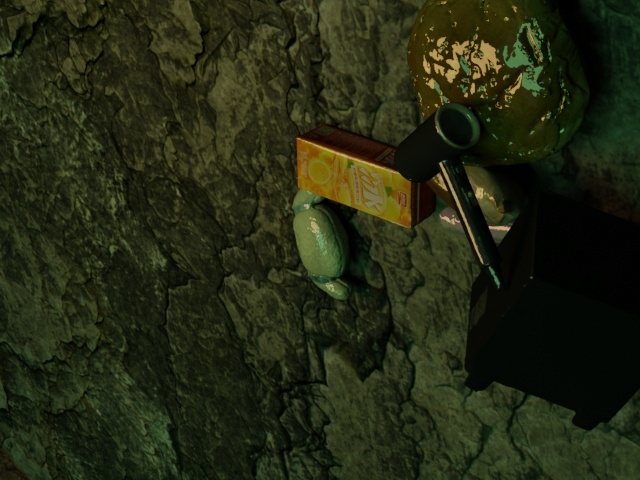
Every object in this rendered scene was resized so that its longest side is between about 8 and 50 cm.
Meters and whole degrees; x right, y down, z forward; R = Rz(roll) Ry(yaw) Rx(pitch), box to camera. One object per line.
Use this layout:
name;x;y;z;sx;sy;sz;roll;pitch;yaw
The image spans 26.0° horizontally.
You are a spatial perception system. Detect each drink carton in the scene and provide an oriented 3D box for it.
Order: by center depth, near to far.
drink carton;0.070;-0.103;2.159;0.223;0.071;0.096;22;128;33

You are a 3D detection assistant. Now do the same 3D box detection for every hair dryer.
hair dryer;0.184;-0.045;1.853;0.128;0.070;0.255;-36;69;56

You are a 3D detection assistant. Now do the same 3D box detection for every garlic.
garlic;0.227;-0.071;1.973;0.090;0.128;0.198;-55;45;6

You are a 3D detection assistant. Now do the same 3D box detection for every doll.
doll;0.000;0.000;2.291;0.103;0.071;0.214;-3;109;44

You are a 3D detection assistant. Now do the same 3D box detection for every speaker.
speaker;0.344;0.097;1.892;0.232;0.184;0.254;20;137;-7

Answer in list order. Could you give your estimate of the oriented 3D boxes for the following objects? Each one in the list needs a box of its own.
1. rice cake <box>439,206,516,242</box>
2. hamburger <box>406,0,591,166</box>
rice cake;0.291;-0.016;2.020;0.270;0.049;0.055;11;123;39
hamburger;0.234;-0.228;1.874;0.285;0.134;0.265;-9;111;44
